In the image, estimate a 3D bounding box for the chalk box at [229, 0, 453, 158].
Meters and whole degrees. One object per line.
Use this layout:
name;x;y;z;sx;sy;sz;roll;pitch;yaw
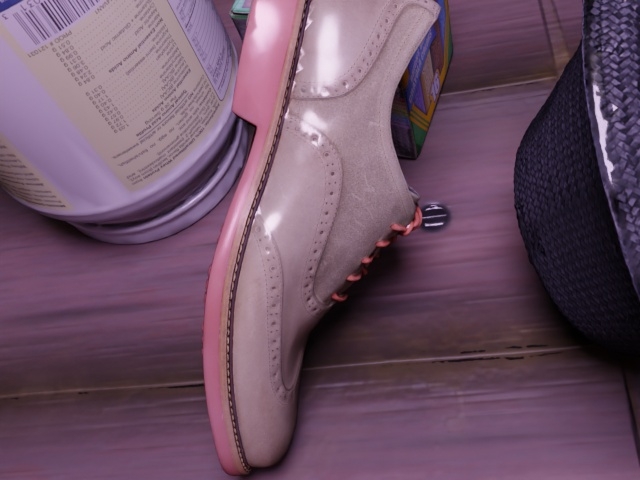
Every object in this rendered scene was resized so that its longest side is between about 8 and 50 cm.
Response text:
chalk box;0.022;-0.185;0.585;0.132;0.213;0.132;11;64;19

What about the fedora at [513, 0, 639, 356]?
fedora;0.222;-0.046;0.458;0.152;0.334;0.334;-25;43;55

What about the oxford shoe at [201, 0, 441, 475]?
oxford shoe;0.000;0.000;0.477;0.130;0.123;0.348;9;103;0

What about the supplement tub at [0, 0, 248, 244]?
supplement tub;-0.199;-0.159;0.562;0.236;0.325;0.235;-6;60;11
